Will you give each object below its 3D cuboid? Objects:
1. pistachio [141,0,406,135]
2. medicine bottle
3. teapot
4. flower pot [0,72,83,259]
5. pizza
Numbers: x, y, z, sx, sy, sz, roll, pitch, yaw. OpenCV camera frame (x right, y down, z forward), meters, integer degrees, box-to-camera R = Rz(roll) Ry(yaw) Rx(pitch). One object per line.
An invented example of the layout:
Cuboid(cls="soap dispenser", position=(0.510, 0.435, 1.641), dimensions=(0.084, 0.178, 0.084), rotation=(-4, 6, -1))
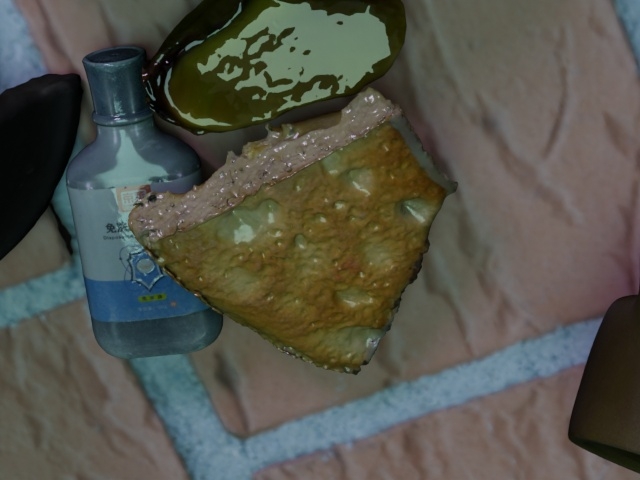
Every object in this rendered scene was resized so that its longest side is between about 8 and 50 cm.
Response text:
Cuboid(cls="pistachio", position=(-0.031, -0.125, 1.084), dimensions=(0.173, 0.049, 0.089), rotation=(-17, 102, 0))
Cuboid(cls="medicine bottle", position=(-0.120, -0.023, 1.130), dimensions=(0.090, 0.054, 0.208), rotation=(-6, 112, 4))
Cuboid(cls="teapot", position=(0.278, 0.082, 1.093), dimensions=(0.268, 0.185, 0.175), rotation=(27, 82, -39))
Cuboid(cls="flower pot", position=(-0.359, -0.075, 1.025), dimensions=(0.379, 0.251, 0.379), rotation=(2, 115, 3))
Cuboid(cls="pizza", position=(0.003, -0.007, 1.120), dimensions=(0.188, 0.080, 0.204), rotation=(-31, 130, 13))
